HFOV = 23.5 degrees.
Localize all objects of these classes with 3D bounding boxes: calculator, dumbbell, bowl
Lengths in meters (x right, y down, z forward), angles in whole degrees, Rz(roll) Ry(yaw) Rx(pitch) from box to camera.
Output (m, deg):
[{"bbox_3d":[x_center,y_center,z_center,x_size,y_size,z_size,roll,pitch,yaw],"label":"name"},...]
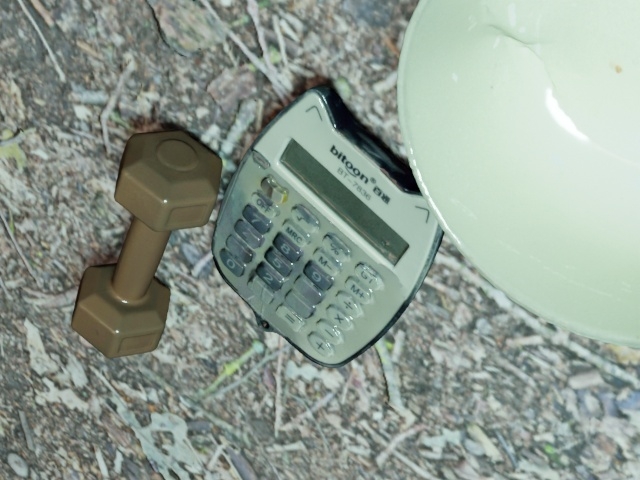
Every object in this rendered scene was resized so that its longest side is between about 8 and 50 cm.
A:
[{"bbox_3d":[0.000,0.000,1.227,0.177,0.040,0.268,44,136,7],"label":"calculator"},{"bbox_3d":[-0.151,0.005,1.320,0.082,0.092,0.231,60,142,31],"label":"dumbbell"},{"bbox_3d":[0.196,-0.084,0.940,0.277,0.145,0.277,19,127,26],"label":"bowl"}]
